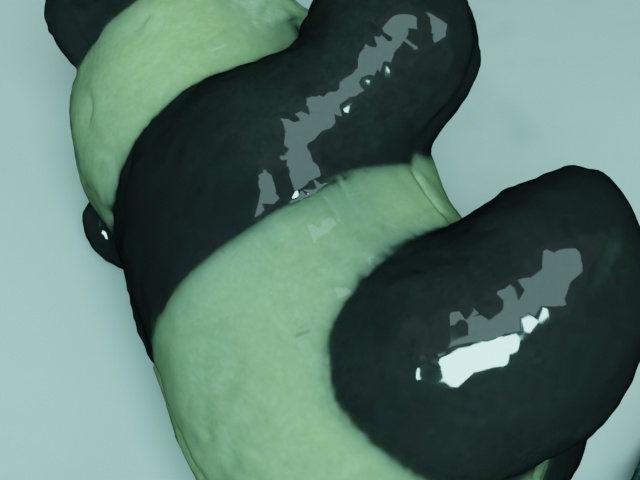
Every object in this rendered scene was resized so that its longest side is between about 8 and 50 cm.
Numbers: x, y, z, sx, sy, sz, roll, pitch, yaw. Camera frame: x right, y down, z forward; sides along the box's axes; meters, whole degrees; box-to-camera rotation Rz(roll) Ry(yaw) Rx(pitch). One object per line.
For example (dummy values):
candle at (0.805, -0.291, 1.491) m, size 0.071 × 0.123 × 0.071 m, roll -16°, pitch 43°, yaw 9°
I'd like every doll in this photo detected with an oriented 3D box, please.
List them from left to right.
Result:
doll at (0.001, 0.000, 0.460) m, size 0.135 × 0.143 × 0.234 m, roll -21°, pitch 61°, yaw -15°

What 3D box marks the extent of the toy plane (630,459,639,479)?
toy plane at (0.164, 0.041, 0.487) m, size 0.060 × 0.096 × 0.235 m, roll 33°, pitch 38°, yaw 11°
